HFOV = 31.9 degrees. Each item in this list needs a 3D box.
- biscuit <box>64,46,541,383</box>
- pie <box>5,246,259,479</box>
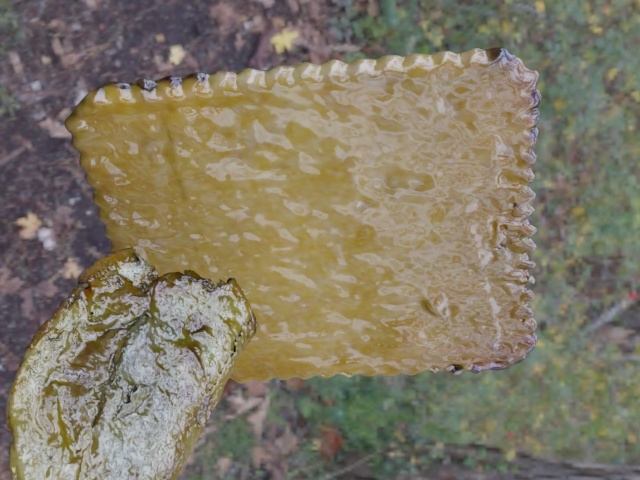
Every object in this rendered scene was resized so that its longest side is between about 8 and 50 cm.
[{"bbox_3d":[0.000,0.000,0.611,0.013,0.236,0.232,-88,171,-47],"label":"biscuit"},{"bbox_3d":[-0.074,0.061,0.428,0.092,0.034,0.170,49,39,-22],"label":"pie"}]
